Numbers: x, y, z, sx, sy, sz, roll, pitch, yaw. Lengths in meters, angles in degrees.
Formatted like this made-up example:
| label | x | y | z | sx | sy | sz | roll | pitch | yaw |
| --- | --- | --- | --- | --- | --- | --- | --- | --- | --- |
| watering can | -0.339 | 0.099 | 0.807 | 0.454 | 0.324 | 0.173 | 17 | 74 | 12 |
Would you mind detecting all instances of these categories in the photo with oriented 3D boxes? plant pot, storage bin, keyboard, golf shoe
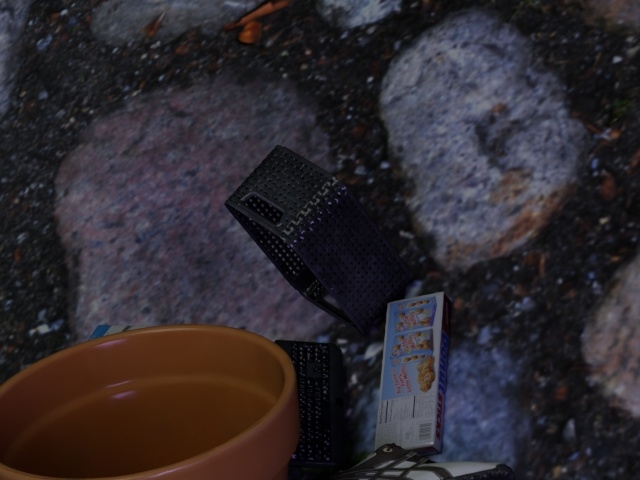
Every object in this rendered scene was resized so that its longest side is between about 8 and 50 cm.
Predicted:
| label | x | y | z | sx | sy | sz | roll | pitch | yaw |
| --- | --- | --- | --- | --- | --- | --- | --- | --- | --- |
| plant pot | -0.152 | 0.229 | 1.631 | 0.291 | 0.203 | 0.291 | -7 | 22 | 3 |
| storage bin | 0.000 | 0.000 | 1.827 | 0.084 | 0.180 | 0.122 | -49 | 45 | -10 |
| keyboard | -0.026 | 0.150 | 1.767 | 0.100 | 0.038 | 0.192 | -1 | 32 | -1 |
| golf shoe | 0.085 | 0.220 | 1.669 | 0.198 | 0.077 | 0.094 | -16 | 48 | 20 |

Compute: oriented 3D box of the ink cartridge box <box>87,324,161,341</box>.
| label | x | y | z | sx | sy | sz | roll | pitch | yaw |
| --- | --- | --- | --- | --- | --- | --- | --- | --- | --- |
| ink cartridge box | -0.205 | 0.163 | 1.850 | 0.139 | 0.082 | 0.191 | -56 | 19 | -18 |

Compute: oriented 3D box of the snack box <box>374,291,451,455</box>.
| label | x | y | z | sx | sy | sz | roll | pitch | yaw |
| --- | --- | --- | --- | --- | --- | --- | --- | --- | --- |
| snack box | 0.092 | 0.133 | 1.774 | 0.064 | 0.022 | 0.178 | -13 | 50 | 25 |
